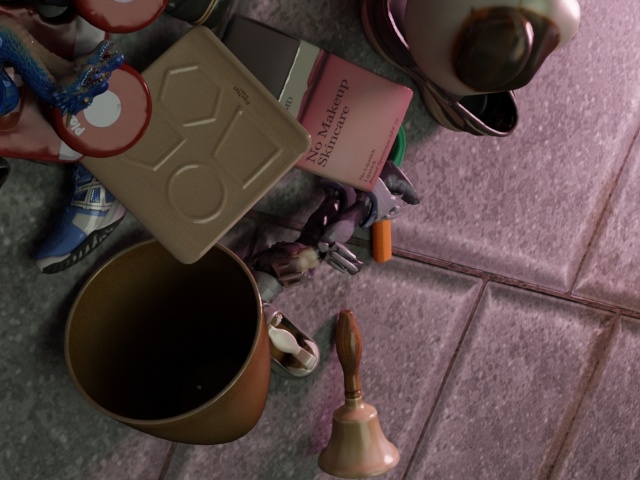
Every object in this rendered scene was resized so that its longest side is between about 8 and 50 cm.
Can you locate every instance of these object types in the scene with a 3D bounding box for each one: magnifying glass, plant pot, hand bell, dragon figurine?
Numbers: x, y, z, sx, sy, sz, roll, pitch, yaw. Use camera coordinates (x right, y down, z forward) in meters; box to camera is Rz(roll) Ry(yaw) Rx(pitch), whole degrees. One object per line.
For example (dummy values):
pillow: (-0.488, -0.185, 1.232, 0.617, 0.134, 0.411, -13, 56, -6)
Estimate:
magnifying glass: (0.087, -0.073, 1.803, 0.092, 0.026, 0.231, -27, 129, -35)
plant pot: (-0.154, 0.155, 1.539, 0.237, 0.237, 0.254, -51, 152, -14)
hand bell: (0.049, 0.220, 1.879, 0.126, 0.126, 0.242, -19, 112, -40)
dragon figurine: (-0.328, -0.143, 1.140, 0.289, 0.085, 0.144, -21, 104, 5)

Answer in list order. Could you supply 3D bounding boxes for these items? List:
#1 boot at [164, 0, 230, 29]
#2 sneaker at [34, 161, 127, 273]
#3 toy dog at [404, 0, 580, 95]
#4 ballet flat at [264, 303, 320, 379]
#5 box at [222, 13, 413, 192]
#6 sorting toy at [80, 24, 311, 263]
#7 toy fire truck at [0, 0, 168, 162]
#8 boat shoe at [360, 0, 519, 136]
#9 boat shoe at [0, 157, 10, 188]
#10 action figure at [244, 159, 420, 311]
boot: (-0.143, -0.342, 1.382, 0.137, 0.077, 0.197, 10, 102, -43)
sneaker: (-0.258, -0.053, 1.425, 0.081, 0.080, 0.211, 42, 81, -20)
toy dog: (0.179, -0.373, 1.481, 0.395, 0.284, 0.407, -21, 105, -18)
ballet flat: (-0.045, 0.152, 1.750, 0.072, 0.068, 0.213, -55, 140, -9)
box: (-0.019, -0.166, 1.561, 0.232, 0.127, 0.148, 15, 100, -50)
sorting toy: (-0.144, -0.107, 1.403, 0.193, 0.038, 0.208, 46, 75, -5)
toy fire truck: (-0.299, -0.218, 1.229, 0.254, 0.169, 0.302, 2, 109, -27)
boat shoe: (0.182, -0.260, 1.721, 0.132, 0.130, 0.355, -58, 140, -6)
boat shoe: (-0.384, -0.035, 1.304, 0.152, 0.049, 0.056, -54, 139, -11)
action figure: (0.000, 0.000, 1.646, 0.285, 0.185, 0.099, -46, 121, -28)
